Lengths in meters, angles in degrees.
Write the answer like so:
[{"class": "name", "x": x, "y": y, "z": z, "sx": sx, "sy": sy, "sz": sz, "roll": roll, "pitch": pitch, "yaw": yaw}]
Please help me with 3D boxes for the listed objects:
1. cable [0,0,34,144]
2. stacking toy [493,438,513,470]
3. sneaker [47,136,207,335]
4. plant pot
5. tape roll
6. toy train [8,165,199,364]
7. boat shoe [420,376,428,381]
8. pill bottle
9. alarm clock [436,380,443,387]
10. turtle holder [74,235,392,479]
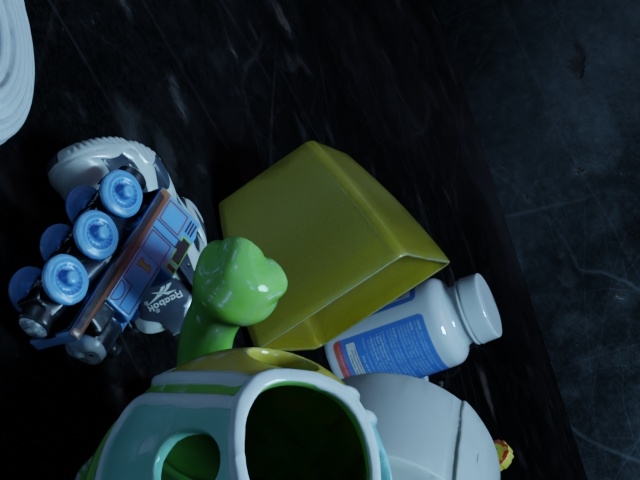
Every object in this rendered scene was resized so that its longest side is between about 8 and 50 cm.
[{"class": "cable", "x": -0.315, "y": -0.176, "z": 0.994, "sx": 0.257, "sy": 0.089, "sz": 0.257, "roll": 66, "pitch": 17, "yaw": -8}, {"class": "stacking toy", "x": 0.133, "y": 0.308, "z": 1.611, "sx": 0.052, "sy": 0.221, "sz": 0.167, "roll": 35, "pitch": -8, "yaw": 44}, {"class": "sneaker", "x": -0.165, "y": 0.010, "z": 1.218, "sx": 0.235, "sy": 0.094, "sz": 0.153, "roll": 58, "pitch": 9, "yaw": -61}, {"class": "plant pot", "x": 0.000, "y": 0.000, "z": 1.570, "sx": 0.187, "sy": 0.212, "sz": 0.212, "roll": 60, "pitch": 15, "yaw": 13}, {"class": "tape roll", "x": 0.062, "y": 0.281, "z": 1.340, "sx": 0.246, "sy": 0.246, "sz": 0.169, "roll": 64, "pitch": 17, "yaw": -16}, {"class": "toy train", "x": -0.183, "y": 0.022, "z": 1.096, "sx": 0.105, "sy": 0.080, "sz": 0.184, "roll": 45, "pitch": 51, "yaw": -24}, {"class": "boat shoe", "x": 0.093, "y": 0.135, "z": 1.865, "sx": 0.226, "sy": 0.083, "sz": 0.076, "roll": 62, "pitch": 20, "yaw": -19}, {"class": "pill bottle", "x": 0.125, "y": 0.124, "z": 1.742, "sx": 0.124, "sy": 0.221, "sz": 0.124, "roll": 56, "pitch": 22, "yaw": -37}, {"class": "alarm clock", "x": 0.108, "y": 0.276, "z": 1.690, "sx": 0.064, "sy": 0.129, "sz": 0.192, "roll": -37, "pitch": 125, "yaw": -71}, {"class": "turtle holder", "x": -0.045, "y": 0.179, "z": 1.007, "sx": 0.243, "sy": 0.227, "sz": 0.320, "roll": 29, "pitch": 51, "yaw": -8}]
